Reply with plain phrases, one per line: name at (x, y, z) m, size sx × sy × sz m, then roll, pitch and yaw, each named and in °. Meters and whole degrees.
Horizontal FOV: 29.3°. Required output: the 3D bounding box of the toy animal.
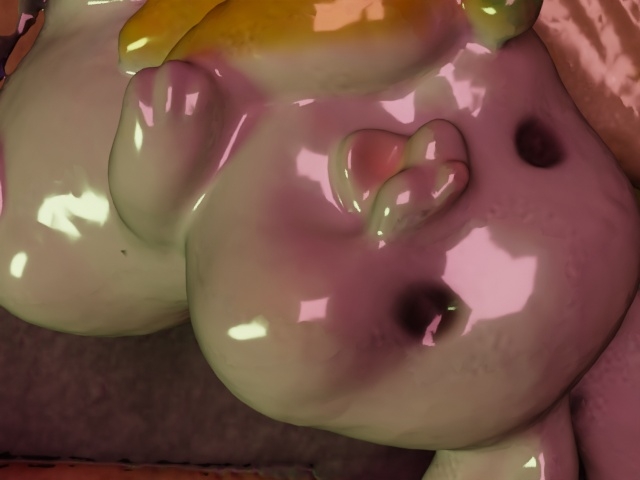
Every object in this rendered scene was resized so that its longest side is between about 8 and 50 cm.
toy animal at (-0.002, -0.002, 0.471) m, size 0.310 × 0.247 × 0.183 m, roll 22°, pitch 50°, yaw 26°

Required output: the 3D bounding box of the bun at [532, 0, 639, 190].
bun at (0.176, -0.132, 0.511) m, size 0.259 × 0.160 × 0.259 m, roll 2°, pitch 97°, yaw 18°
